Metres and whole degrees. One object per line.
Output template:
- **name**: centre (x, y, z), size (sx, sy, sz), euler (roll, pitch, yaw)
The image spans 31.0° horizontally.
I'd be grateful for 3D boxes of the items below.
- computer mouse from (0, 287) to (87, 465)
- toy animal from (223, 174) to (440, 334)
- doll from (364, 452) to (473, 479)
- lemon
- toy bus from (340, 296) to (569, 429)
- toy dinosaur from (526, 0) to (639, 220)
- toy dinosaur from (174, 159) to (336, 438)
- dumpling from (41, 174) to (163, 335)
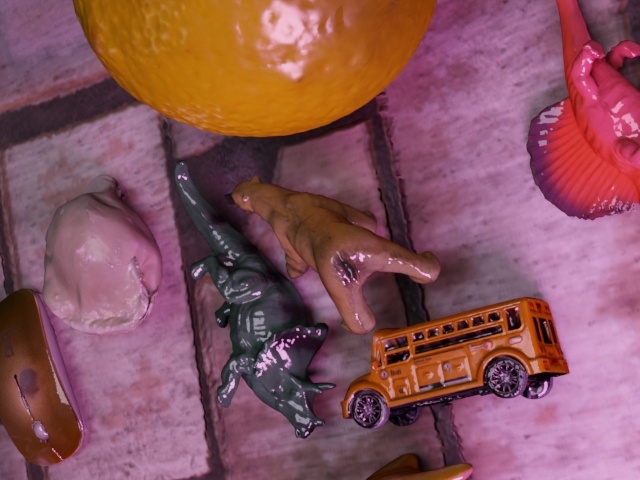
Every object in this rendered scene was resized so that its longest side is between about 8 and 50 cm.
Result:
- **computer mouse**: centre (-0.322, 0.151, 1.280), size (0.102, 0.045, 0.199), euler (-30, 72, 27)
- **toy animal**: centre (0.000, 0.000, 1.056), size (0.103, 0.101, 0.219), euler (-54, 38, 3)
- **doll**: centre (0.074, 0.328, 0.981), size (0.167, 0.162, 0.269), euler (-12, 86, 59)
- **lemon**: centre (-0.058, -0.242, 1.013), size (0.336, 0.336, 0.336), euler (-2, 86, 30)
- **toy bus**: centre (0.111, 0.109, 1.015), size (0.194, 0.083, 0.088), euler (-17, 75, 26)
- **toy dinosaur**: centre (0.218, -0.114, 0.994), size (0.286, 0.070, 0.139), euler (59, 135, 21)
- **toy dinosaur**: centre (-0.082, 0.066, 1.133), size (0.120, 0.079, 0.292), euler (-44, 70, 14)
- **dumpling**: centre (-0.234, 0.021, 1.203), size (0.136, 0.118, 0.199), euler (-35, 49, 21)
